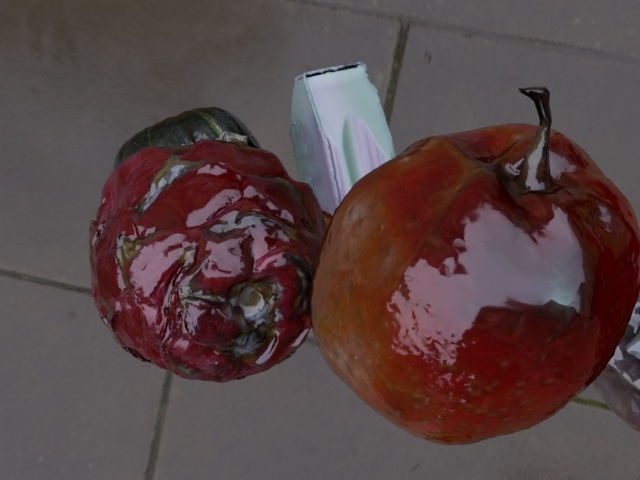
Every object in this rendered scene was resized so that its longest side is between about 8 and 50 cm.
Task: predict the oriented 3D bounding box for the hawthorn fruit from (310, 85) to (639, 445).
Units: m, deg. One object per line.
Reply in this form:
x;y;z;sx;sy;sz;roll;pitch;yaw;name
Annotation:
0.079;0.007;0.417;0.156;0.157;0.194;21;138;6;hawthorn fruit

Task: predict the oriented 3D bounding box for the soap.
0.054;-0.128;1.756;0.156;0.261;0.447;-13;98;-15;soap

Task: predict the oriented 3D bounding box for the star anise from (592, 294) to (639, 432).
0.245;0.056;0.451;0.229;0.236;0.093;-8;67;26;star anise

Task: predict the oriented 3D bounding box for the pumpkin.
-0.268;-0.131;1.759;0.323;0.323;0.241;-29;88;8;pumpkin

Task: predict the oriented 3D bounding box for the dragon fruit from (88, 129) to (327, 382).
-0.136;0.026;1.077;0.329;0.329;0.329;0;92;8;dragon fruit

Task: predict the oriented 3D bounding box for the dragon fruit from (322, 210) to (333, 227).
0.000;0.000;1.489;0.246;0.125;0.126;7;74;24;dragon fruit
